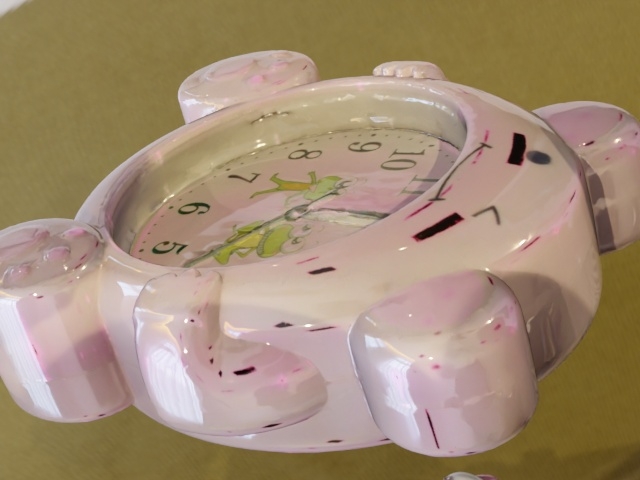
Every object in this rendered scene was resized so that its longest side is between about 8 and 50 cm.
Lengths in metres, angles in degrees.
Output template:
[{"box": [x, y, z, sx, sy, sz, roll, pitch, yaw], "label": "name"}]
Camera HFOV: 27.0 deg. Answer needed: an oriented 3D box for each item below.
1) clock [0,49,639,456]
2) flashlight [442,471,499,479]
[{"box": [0.000, 0.000, 0.742, 0.322, 0.113, 0.295, 5, 35, 34], "label": "clock"}, {"box": [0.119, 0.193, 0.655, 0.047, 0.200, 0.093, -41, 22, -18], "label": "flashlight"}]
